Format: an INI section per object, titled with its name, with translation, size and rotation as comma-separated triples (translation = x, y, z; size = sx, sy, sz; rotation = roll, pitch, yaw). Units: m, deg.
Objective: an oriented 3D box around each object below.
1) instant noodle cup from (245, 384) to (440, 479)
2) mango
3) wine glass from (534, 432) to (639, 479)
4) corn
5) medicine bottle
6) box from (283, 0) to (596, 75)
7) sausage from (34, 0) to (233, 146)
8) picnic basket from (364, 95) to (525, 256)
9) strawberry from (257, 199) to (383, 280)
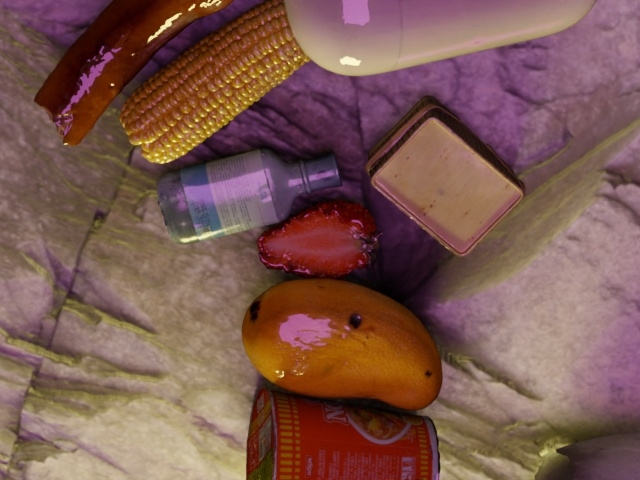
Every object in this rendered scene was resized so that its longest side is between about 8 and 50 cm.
[instant noodle cup]
translation = 0.028, 0.276, 1.721
size = 0.212, 0.193, 0.193
rotation = 4, 113, -12
[mango]
translation = 0.030, 0.123, 1.685
size = 0.262, 0.109, 0.157
rotation = 20, 118, -22
[wine glass]
translation = 0.428, 0.347, 1.736
size = 0.322, 0.238, 0.238
rotation = 5, 113, -13
[corn]
translation = -0.110, -0.179, 1.558
size = 0.244, 0.093, 0.093
rotation = -36, 110, 7
[medicine bottle]
translation = -0.080, -0.058, 1.632
size = 0.208, 0.054, 0.090
rotation = -14, 112, 2
[box]
translation = 0.118, -0.328, 1.421
size = 0.348, 0.141, 0.289
rotation = -14, 103, -18
[sausage]
translation = -0.197, -0.223, 1.530
size = 0.302, 0.103, 0.076
rotation = -41, 136, 19
[picnic basket]
translation = 0.141, -0.074, 1.619
size = 0.164, 0.079, 0.115
rotation = 41, 108, -17
[strawberry]
translation = 0.001, -0.002, 1.665
size = 0.152, 0.048, 0.104
rotation = 0, 121, 13
